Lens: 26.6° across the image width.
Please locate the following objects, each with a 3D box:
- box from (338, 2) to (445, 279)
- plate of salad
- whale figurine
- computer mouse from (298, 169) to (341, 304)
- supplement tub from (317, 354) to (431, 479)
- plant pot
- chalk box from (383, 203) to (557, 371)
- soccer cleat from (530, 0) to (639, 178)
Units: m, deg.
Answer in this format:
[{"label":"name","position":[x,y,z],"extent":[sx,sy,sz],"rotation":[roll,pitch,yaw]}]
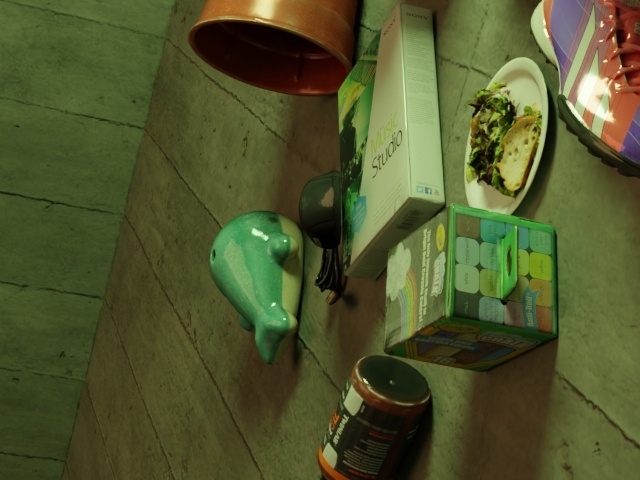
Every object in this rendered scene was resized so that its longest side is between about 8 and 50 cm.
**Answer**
[{"label":"box","position":[0.093,-0.137,1.899],"extent":[0.232,0.058,0.322],"rotation":[128,148,-54]},{"label":"plate of salad","position":[0.206,-0.118,1.583],"extent":[0.200,0.048,0.200],"rotation":[-170,90,-71]},{"label":"whale figurine","position":[-0.106,0.071,2.223],"extent":[0.272,0.141,0.216],"rotation":[-99,28,-43]},{"label":"computer mouse","position":[0.000,0.000,1.949],"extent":[0.262,0.060,0.184],"rotation":[86,-176,-86]},{"label":"supplement tub","position":[0.060,0.249,1.713],"extent":[0.106,0.106,0.198],"rotation":[-111,36,-56]},{"label":"plant pot","position":[-0.049,-0.408,2.172],"extent":[0.272,0.272,0.265],"rotation":[155,131,-67]},{"label":"chalk box","position":[0.172,0.048,1.467],"extent":[0.213,0.132,0.132],"rotation":[143,136,-61]},{"label":"soccer cleat","position":[0.287,-0.176,1.306],"extent":[0.318,0.109,0.116],"rotation":[-100,32,-51]}]
